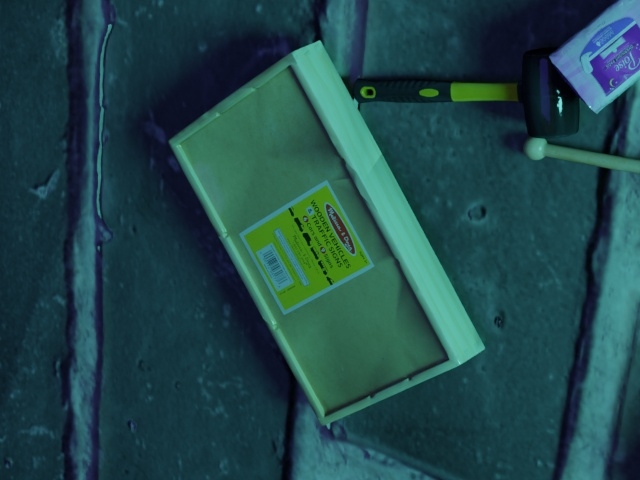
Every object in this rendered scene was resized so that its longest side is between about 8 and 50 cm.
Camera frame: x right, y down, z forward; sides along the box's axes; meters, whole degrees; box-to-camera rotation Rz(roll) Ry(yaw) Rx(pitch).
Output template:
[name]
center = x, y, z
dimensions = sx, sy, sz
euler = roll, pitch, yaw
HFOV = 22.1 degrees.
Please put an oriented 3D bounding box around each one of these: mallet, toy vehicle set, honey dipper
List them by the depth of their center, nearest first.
[honey dipper]
center = 0.210, -0.053, 1.122
dimensions = 0.160, 0.030, 0.030
euler = 16, 115, 34
[mallet]
center = 0.104, -0.098, 1.179
dimensions = 0.189, 0.039, 0.062
euler = -4, 101, 41
[toy vehicle set]
center = 0.000, 0.000, 1.277
dimensions = 0.166, 0.035, 0.267
euler = -28, 90, 44

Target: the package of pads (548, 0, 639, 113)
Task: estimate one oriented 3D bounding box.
[package of pads]
center = 0.198, -0.128, 1.081
dimensions = 0.083, 0.032, 0.050
euler = -40, 84, 14
